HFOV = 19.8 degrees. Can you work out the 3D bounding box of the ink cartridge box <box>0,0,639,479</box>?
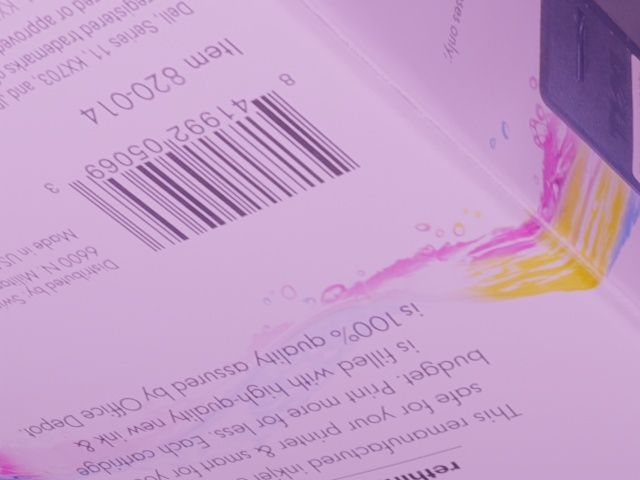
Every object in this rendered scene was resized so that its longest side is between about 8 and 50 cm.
[{"bbox_3d":[0.000,0.000,0.480,0.207,0.119,0.353,-20,136,35],"label":"ink cartridge box"}]
